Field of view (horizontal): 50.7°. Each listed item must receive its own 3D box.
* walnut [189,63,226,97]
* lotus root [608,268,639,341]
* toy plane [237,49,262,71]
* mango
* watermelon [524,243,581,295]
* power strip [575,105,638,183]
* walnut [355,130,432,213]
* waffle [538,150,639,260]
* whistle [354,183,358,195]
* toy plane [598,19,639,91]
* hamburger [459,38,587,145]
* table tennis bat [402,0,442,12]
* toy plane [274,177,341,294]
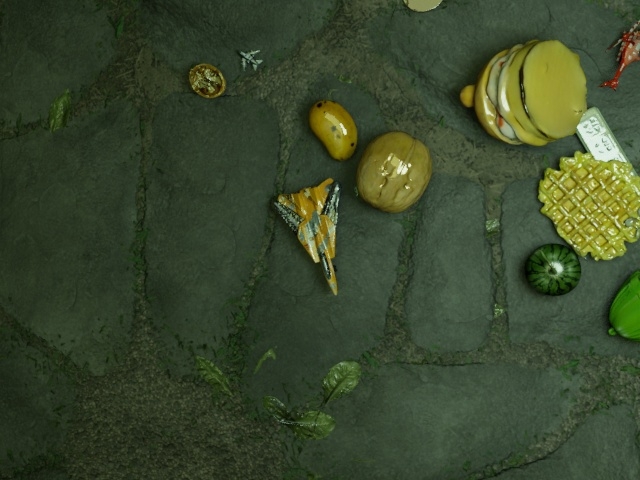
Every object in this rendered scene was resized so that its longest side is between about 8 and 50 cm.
[{"bbox_3d":[-0.325,-0.465,1.982,0.121,0.052,0.091,35,101,11],"label":"walnut"},{"bbox_3d":[0.806,0.192,1.726,0.186,0.186,0.186,1,93,12],"label":"lotus root"},{"bbox_3d":[-0.210,-0.531,1.965,0.083,0.031,0.078,36,84,6],"label":"toy plane"},{"bbox_3d":[0.041,-0.313,1.892,0.115,0.090,0.178,-37,88,22],"label":"mango"},{"bbox_3d":[0.597,0.076,1.740,0.140,0.187,0.141,0,90,22],"label":"watermelon"},{"bbox_3d":[0.741,-0.230,1.760,0.078,0.052,0.272,-30,87,16],"label":"power strip"},{"bbox_3d":[0.195,-0.182,1.819,0.195,0.195,0.222,28,105,10],"label":"walnut"},{"bbox_3d":[0.698,-0.090,1.748,0.262,0.060,0.281,8,105,30],"label":"waffle"},{"bbox_3d":[0.123,-0.171,1.909,0.035,0.035,0.100,26,96,10],"label":"whistle"},{"bbox_3d":[0.780,-0.462,1.705,0.077,0.126,0.194,33,60,-19],"label":"toy plane"},{"bbox_3d":[0.509,-0.363,1.713,0.237,0.276,0.276,-3,93,56],"label":"hamburger"},{"bbox_3d":[0.261,-0.742,1.857,0.131,0.022,0.234,-23,89,13],"label":"table tennis bat"},{"bbox_3d":[0.003,-0.002,1.917,0.204,0.103,0.316,-17,96,15],"label":"toy plane"}]
